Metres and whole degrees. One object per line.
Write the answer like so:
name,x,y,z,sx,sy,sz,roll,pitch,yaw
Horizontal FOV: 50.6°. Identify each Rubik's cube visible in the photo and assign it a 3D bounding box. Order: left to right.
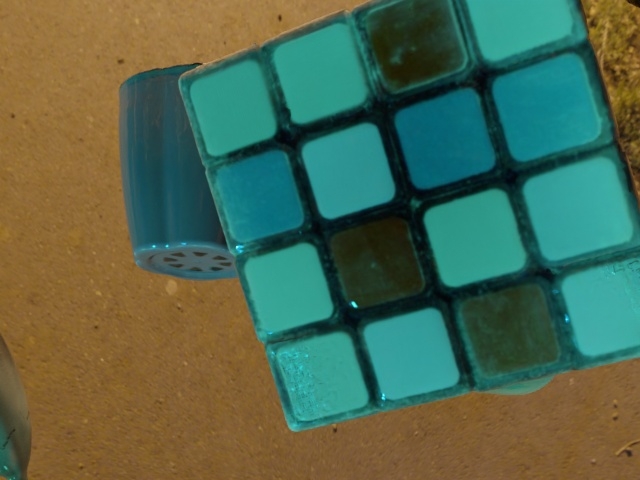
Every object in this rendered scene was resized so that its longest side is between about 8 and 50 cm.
Rubik's cube,0.084,-0.036,0.523,0.256,0.259,0.254,-16,91,15

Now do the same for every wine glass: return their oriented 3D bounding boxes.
wine glass,-0.245,0.156,0.518,0.066,0.066,0.198,-21,95,-9

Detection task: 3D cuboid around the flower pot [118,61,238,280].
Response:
flower pot,-0.166,-0.080,0.948,0.264,0.265,0.243,1,70,1

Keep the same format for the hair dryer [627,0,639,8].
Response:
hair dryer,0.308,-0.354,0.603,0.090,0.135,0.279,-2,61,18

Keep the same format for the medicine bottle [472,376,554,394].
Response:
medicine bottle,0.146,0.103,0.955,0.388,0.219,0.219,9,63,-28
